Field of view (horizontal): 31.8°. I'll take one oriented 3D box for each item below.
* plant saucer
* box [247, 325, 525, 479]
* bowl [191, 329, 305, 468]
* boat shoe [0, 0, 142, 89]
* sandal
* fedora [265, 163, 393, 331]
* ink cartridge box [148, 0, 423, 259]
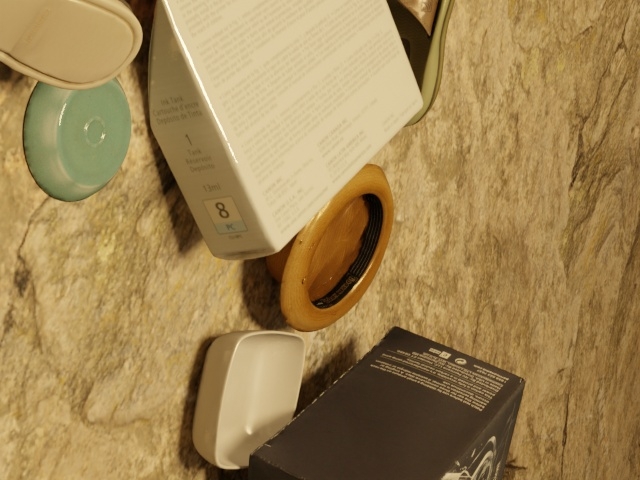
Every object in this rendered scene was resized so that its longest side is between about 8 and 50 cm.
[{"bbox_3d":[-0.189,-0.089,0.908,0.119,0.021,0.119,-26,121,-54],"label":"plant saucer"},{"bbox_3d":[0.063,0.329,1.266,0.312,0.179,0.343,-34,139,-50],"label":"box"},{"bbox_3d":[-0.079,0.157,1.146,0.142,0.053,0.141,10,90,-61],"label":"bowl"},{"bbox_3d":[-0.253,-0.191,0.718,0.112,0.095,0.335,-45,148,13],"label":"boat shoe"},{"bbox_3d":[0.086,-0.270,1.234,0.086,0.120,0.302,-14,112,-43],"label":"sandal"},{"bbox_3d":[0.000,0.000,1.196,0.194,0.079,0.194,-36,139,-39],"label":"fedora"},{"bbox_3d":[-0.064,-0.222,1.053,0.308,0.091,0.385,-46,119,-44],"label":"ink cartridge box"}]
